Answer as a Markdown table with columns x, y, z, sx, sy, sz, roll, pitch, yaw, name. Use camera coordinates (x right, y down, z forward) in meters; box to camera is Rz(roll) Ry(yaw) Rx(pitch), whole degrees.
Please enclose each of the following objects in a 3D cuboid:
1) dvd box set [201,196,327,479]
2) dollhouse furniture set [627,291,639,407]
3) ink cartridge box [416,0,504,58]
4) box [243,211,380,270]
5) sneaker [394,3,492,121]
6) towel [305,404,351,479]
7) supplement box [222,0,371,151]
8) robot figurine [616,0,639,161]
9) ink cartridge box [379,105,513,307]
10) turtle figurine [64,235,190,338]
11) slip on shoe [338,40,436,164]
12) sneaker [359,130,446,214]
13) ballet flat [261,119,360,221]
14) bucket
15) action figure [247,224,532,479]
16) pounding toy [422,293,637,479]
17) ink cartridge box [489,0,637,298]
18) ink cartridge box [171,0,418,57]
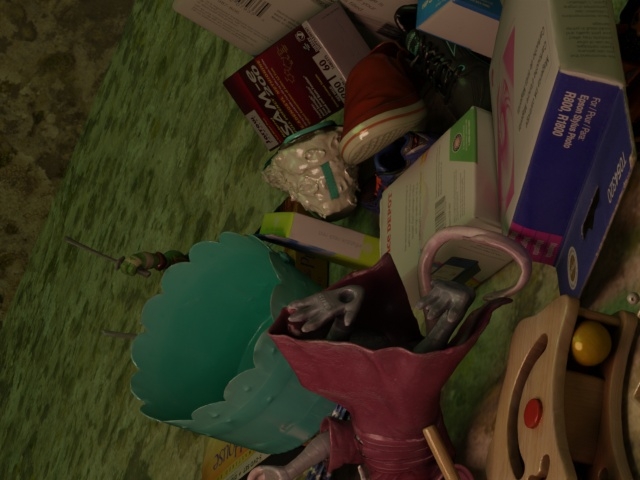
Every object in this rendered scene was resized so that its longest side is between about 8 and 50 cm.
| x | y | z | sx | sy | sz | roll | pitch | yaw | name |
| --- | --- | --- | --- | --- | --- | --- | --- | --- | --- |
| -0.085 | 0.172 | 2.030 | 0.307 | 0.062 | 0.420 | -45 | 36 | 49 | dvd box set |
| 0.293 | 0.101 | 1.168 | 0.114 | 0.081 | 0.091 | -67 | 23 | 15 | dollhouse furniture set |
| 0.201 | -0.328 | 1.594 | 0.086 | 0.148 | 0.203 | -34 | 45 | 57 | ink cartridge box |
| 0.000 | 0.000 | 1.796 | 0.109 | 0.178 | 0.042 | -1 | 73 | 66 | box |
| 0.158 | -0.208 | 1.663 | 0.267 | 0.106 | 0.101 | -104 | 31 | -50 | sneaker |
| 0.013 | 0.274 | 1.660 | 0.243 | 0.040 | 0.336 | -44 | -23 | -78 | towel |
| -0.026 | -0.229 | 1.916 | 0.073 | 0.130 | 0.239 | -39 | 7 | -35 | supplement box |
| 0.340 | -0.218 | 1.276 | 0.291 | 0.085 | 0.211 | -57 | 25 | 35 | robot figurine |
| 0.156 | -0.031 | 1.568 | 0.212 | 0.093 | 0.154 | -42 | 37 | 50 | ink cartridge box |
| -0.283 | 0.120 | 2.325 | 0.266 | 0.275 | 0.197 | -137 | 50 | -56 | turtle figurine |
| 0.072 | -0.177 | 1.684 | 0.123 | 0.101 | 0.331 | -33 | 11 | 21 | slip on shoe |
| 0.102 | -0.095 | 1.743 | 0.221 | 0.087 | 0.083 | 142 | 140 | -58 | sneaker |
| -0.005 | -0.087 | 1.883 | 0.409 | 0.147 | 0.147 | -84 | 12 | -86 | ballet flat |
| -0.099 | 0.142 | 1.793 | 0.281 | 0.183 | 0.281 | -27 | 48 | 34 | bucket |
| 0.077 | 0.182 | 1.452 | 0.248 | 0.276 | 0.370 | 21 | 140 | 34 | action figure |
| 0.196 | 0.181 | 1.244 | 0.154 | 0.155 | 0.269 | 171 | 113 | -70 | pounding toy |
| 0.224 | -0.131 | 1.324 | 0.324 | 0.071 | 0.330 | 93 | 178 | -60 | ink cartridge box |
| 0.008 | -0.402 | 1.894 | 0.395 | 0.285 | 0.166 | -35 | 31 | 56 | ink cartridge box |
